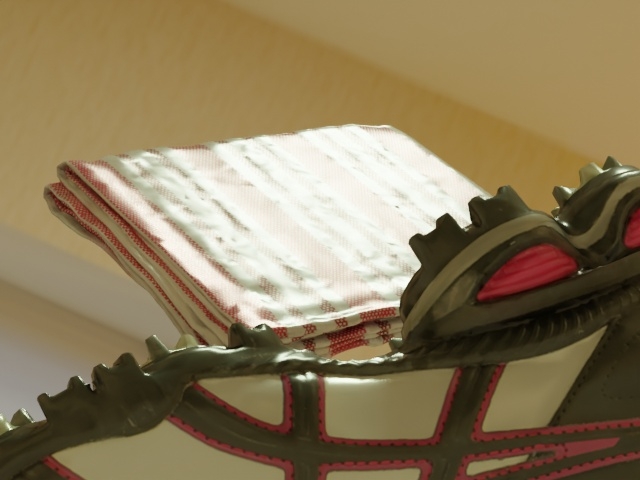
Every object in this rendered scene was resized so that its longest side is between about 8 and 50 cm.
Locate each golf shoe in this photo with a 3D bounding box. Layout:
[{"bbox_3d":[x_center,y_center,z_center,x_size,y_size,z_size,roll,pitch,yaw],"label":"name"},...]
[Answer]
[{"bbox_3d":[0.003,0.079,0.432,0.120,0.272,0.105,58,-16,25],"label":"golf shoe"}]

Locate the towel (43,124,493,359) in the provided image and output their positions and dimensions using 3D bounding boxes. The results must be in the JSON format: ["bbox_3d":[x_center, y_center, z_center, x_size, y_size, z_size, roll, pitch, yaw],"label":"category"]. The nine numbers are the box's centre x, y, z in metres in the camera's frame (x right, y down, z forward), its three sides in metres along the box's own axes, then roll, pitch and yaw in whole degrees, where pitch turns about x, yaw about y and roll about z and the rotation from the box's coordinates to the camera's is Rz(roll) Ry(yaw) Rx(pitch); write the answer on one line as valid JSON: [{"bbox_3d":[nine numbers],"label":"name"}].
[{"bbox_3d":[0.000,0.000,0.771,0.197,0.029,0.144,-9,37,-37],"label":"towel"}]
